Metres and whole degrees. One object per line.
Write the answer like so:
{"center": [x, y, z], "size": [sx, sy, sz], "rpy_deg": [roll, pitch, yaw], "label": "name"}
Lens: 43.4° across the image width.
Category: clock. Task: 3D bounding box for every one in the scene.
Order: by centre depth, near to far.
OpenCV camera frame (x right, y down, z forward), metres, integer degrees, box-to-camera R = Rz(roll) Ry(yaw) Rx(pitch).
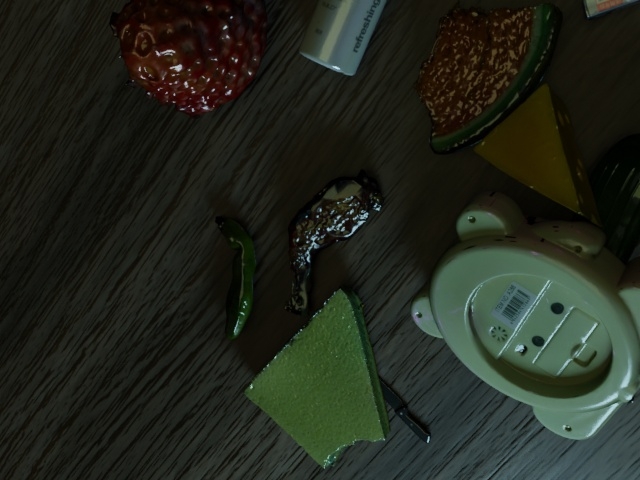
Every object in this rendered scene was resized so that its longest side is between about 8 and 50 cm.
{"center": [0.292, 0.095, 1.073], "size": [0.309, 0.114, 0.284], "rpy_deg": [33, 131, 13], "label": "clock"}

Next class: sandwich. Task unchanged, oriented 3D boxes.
{"center": [0.219, -0.222, 1.100], "size": [0.159, 0.079, 0.235], "rpy_deg": [27, 102, 20], "label": "sandwich"}
{"center": [0.034, 0.217, 1.229], "size": [0.212, 0.063, 0.245], "rpy_deg": [43, 112, 2], "label": "sandwich"}

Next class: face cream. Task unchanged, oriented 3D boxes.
{"center": [0.068, -0.386, 1.102], "size": [0.092, 0.092, 0.311], "rpy_deg": [26, 104, 10], "label": "face cream"}

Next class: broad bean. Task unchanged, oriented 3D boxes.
{"center": [-0.127, 0.056, 1.256], "size": [0.061, 0.046, 0.195], "rpy_deg": [-5, 94, 28], "label": "broad bean"}

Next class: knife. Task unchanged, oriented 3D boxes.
{"center": [0.111, 0.246, 1.240], "size": [0.170, 0.010, 0.023], "rpy_deg": [45, 108, 6], "label": "knife"}

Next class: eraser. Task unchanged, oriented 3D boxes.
{"center": [0.401, -0.319, 1.038], "size": [0.122, 0.052, 0.029], "rpy_deg": [-16, 96, 17], "label": "eraser"}

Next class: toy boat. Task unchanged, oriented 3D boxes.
{"center": [0.388, -0.042, 1.062], "size": [0.104, 0.052, 0.210], "rpy_deg": [47, 129, 46], "label": "toy boat"}

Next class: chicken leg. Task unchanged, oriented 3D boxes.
{"center": [0.000, 0.000, 1.211], "size": [0.106, 0.051, 0.253], "rpy_deg": [32, 109, 3], "label": "chicken leg"}

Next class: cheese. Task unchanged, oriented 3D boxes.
{"center": [0.306, -0.091, 1.048], "size": [0.126, 0.093, 0.171], "rpy_deg": [-41, 57, 19], "label": "cheese"}

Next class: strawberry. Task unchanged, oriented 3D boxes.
{"center": [-0.157, -0.309, 1.090], "size": [0.150, 0.280, 0.253], "rpy_deg": [-5, 89, 14], "label": "strawberry"}
